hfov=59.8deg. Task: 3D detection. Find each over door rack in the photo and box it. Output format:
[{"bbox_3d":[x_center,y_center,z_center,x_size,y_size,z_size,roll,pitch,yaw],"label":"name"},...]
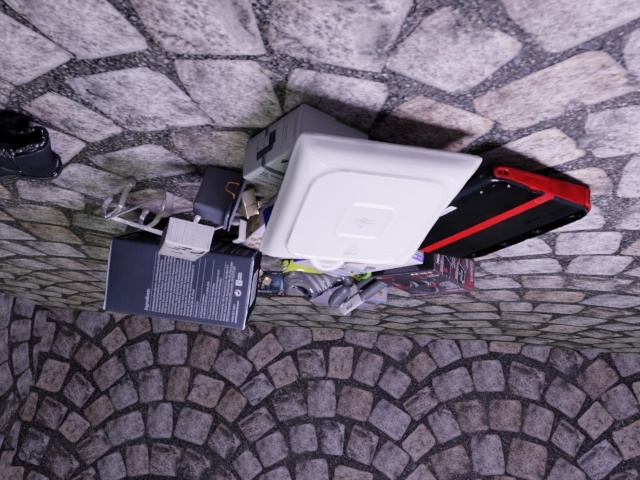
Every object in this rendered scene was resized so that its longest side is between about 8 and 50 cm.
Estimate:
[{"bbox_3d":[-0.366,-0.072,1.401,0.324,0.108,0.239,0,165,44],"label":"over door rack"}]

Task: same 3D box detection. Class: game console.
[{"bbox_3d":[0.358,-0.053,1.248,0.342,0.060,0.386,11,155,-31],"label":"game console"}]

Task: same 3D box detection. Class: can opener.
[{"bbox_3d":[0.138,0.164,1.911,0.095,0.076,0.283,9,142,-41],"label":"can opener"}]

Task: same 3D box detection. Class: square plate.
[{"bbox_3d":[0.084,-0.050,1.070,0.347,0.049,0.344,5,142,-17],"label":"square plate"}]

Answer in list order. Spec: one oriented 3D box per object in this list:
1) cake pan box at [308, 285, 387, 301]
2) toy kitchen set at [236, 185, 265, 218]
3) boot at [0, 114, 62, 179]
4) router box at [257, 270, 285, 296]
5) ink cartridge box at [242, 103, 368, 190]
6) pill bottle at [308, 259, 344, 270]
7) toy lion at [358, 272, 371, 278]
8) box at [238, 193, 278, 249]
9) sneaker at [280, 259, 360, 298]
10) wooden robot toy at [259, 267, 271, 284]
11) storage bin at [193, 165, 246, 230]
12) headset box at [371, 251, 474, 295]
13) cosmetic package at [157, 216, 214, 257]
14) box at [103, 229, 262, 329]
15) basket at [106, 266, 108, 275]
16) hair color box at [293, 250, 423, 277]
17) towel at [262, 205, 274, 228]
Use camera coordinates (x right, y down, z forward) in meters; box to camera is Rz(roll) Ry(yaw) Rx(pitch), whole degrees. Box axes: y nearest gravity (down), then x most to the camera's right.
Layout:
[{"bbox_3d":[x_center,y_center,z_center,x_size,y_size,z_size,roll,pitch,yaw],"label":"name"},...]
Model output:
[{"bbox_3d":[0.103,0.220,2.281,0.267,0.070,0.246,11,160,-16],"label":"cake pan box"},{"bbox_3d":[-0.178,-0.110,1.387,0.068,0.075,0.083,-26,-144,-25],"label":"toy kitchen set"},{"bbox_3d":[-0.677,-0.192,1.154,0.246,0.094,0.207,3,167,-14],"label":"boot"},{"bbox_3d":[-0.195,0.167,2.158,0.122,0.092,0.038,1,162,12],"label":"router box"},{"bbox_3d":[-0.034,-0.162,1.066,0.153,0.087,0.208,17,161,-32],"label":"ink cartridge box"},{"bbox_3d":[0.000,0.000,1.442,0.108,0.108,0.180,11,-165,-17],"label":"pill bottle"},{"bbox_3d":[0.133,0.079,1.774,0.034,0.100,0.096,13,142,-29],"label":"toy lion"},{"bbox_3d":[-0.148,-0.044,1.518,0.063,0.067,0.324,12,162,-22],"label":"box"},{"bbox_3d":[-0.001,0.152,2.000,0.300,0.121,0.111,8,163,-10],"label":"sneaker"},{"bbox_3d":[-0.272,0.116,2.108,0.173,0.076,0.079,11,-163,-17],"label":"wooden robot toy"},{"bbox_3d":[-0.227,-0.104,1.252,0.091,0.135,0.098,18,154,-6],"label":"storage bin"},{"bbox_3d":[0.327,0.089,1.714,0.218,0.110,0.293,-9,157,38],"label":"headset box"},{"bbox_3d":[-0.319,0.003,1.299,0.099,0.060,0.239,15,168,-17],"label":"cosmetic package"},{"bbox_3d":[-0.389,0.105,1.658,0.395,0.212,0.293,8,-174,-2],"label":"box"},{"bbox_3d":[-0.693,0.111,2.053,0.204,0.154,0.227,15,164,-35],"label":"basket"},{"bbox_3d":[0.102,0.018,1.569,0.185,0.110,0.339,21,155,-38],"label":"hair color box"},{"bbox_3d":[0.029,-0.050,1.243,0.308,0.076,0.227,-12,170,-5],"label":"towel"}]
